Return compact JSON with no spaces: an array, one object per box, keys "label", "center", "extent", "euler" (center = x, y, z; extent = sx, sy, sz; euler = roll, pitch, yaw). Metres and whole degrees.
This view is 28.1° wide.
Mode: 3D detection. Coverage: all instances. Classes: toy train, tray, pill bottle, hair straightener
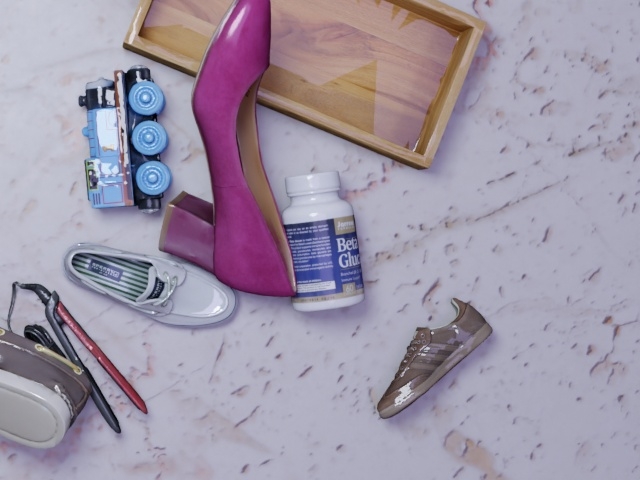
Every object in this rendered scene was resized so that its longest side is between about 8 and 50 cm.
[{"label":"toy train","center":[-0.240,-0.122,1.572],"extent":[0.105,0.080,0.184],"euler":[-5,93,-4]},{"label":"tray","center":[-0.019,-0.259,1.611],"extent":[0.411,0.076,0.202],"euler":[22,87,-11]},{"label":"pill bottle","center":[0.000,0.000,1.609],"extent":[0.094,0.094,0.169],"euler":[-8,93,-10]},{"label":"hair straightener","center":[-0.316,0.149,1.580],"extent":[0.089,0.047,0.230],"euler":[-38,97,-7]}]

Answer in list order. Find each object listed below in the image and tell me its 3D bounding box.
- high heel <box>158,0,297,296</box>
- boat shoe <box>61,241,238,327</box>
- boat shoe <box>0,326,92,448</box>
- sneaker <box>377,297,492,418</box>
[{"label":"high heel","center":[-0.066,-0.113,1.513],"extent":[0.181,0.127,0.377],"euler":[21,122,7]},{"label":"boat shoe","center":[-0.211,0.060,1.582],"extent":[0.226,0.076,0.083],"euler":[13,90,-10]},{"label":"boat shoe","center":[-0.432,0.136,1.530],"extent":[0.324,0.096,0.116],"euler":[25,125,4]},{"label":"sneaker","center":[0.134,0.153,1.663],"extent":[0.188,0.066,0.071],"euler":[-39,81,-12]}]
